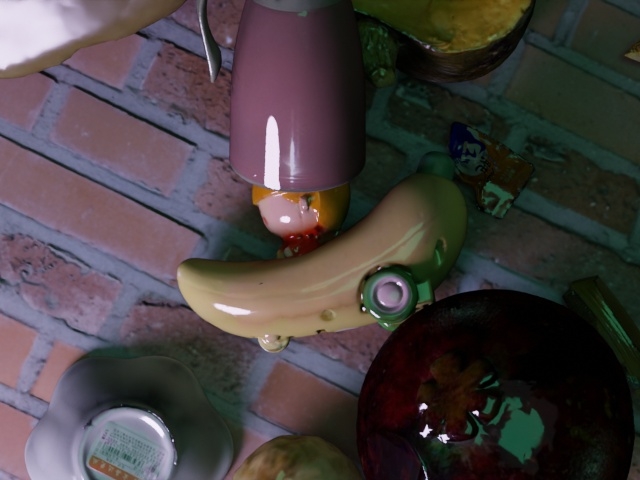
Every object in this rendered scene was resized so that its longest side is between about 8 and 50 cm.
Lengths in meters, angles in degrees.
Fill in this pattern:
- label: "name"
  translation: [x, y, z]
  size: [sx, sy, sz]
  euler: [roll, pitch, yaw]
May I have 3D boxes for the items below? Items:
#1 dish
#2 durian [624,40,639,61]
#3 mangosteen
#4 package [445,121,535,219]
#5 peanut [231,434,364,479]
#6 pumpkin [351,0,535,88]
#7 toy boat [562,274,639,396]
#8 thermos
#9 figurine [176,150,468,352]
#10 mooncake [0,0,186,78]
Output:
- label: "dish"
  translation: [-0.209, 0.231, 1.822]
  size: [0.229, 0.081, 0.229]
  euler: [0, 88, -4]
- label: "durian"
  translation: [0.444, -0.261, 1.888]
  size: [0.224, 0.078, 0.140]
  euler: [-30, 89, -6]
- label: "mangosteen"
  translation: [0.182, 0.199, 1.732]
  size: [0.311, 0.311, 0.311]
  euler: [0, 87, -3]
- label: "package"
  translation: [0.180, -0.081, 1.888]
  size: [0.110, 0.033, 0.077]
  euler: [34, 62, -15]
- label: "peanut"
  translation: [-0.020, 0.284, 1.819]
  size: [0.159, 0.109, 0.140]
  euler: [40, 96, -13]
- label: "pumpkin"
  translation: [0.072, -0.272, 1.838]
  size: [0.317, 0.139, 0.222]
  euler: [17, 84, -3]
- label: "toy boat"
  translation: [0.326, 0.106, 1.880]
  size: [0.049, 0.047, 0.149]
  euler: [-35, 88, 27]
- label: "thermos"
  translation: [-0.036, -0.196, 1.718]
  size: [0.176, 0.146, 0.265]
  euler: [-7, 121, -10]
- label: "figurine"
  translation: [0.000, 0.000, 1.823]
  size: [0.324, 0.124, 0.222]
  euler: [-11, 83, 6]
- label: "mooncake"
  translation: [-0.306, -0.404, 1.686]
  size: [0.467, 0.262, 0.467]
  euler: [4, 116, 8]
